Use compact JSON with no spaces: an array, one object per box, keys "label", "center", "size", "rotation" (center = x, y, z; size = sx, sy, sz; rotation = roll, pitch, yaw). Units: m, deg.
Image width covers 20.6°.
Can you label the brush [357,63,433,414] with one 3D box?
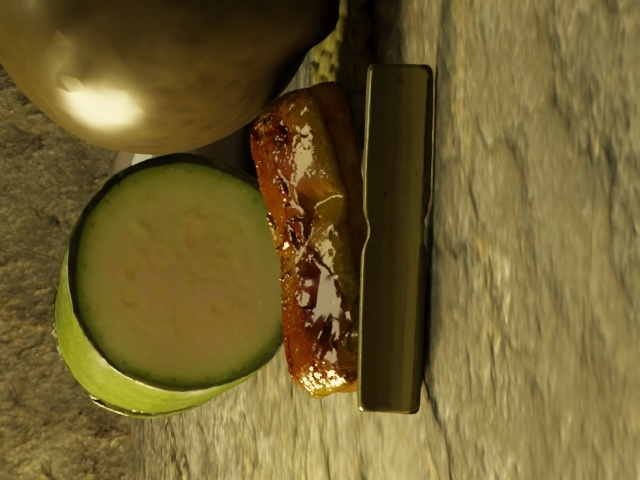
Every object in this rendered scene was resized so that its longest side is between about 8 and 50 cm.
[{"label":"brush","center":[0.060,-0.001,1.414],"size":[0.048,0.054,0.282],"rotation":[-85,-3,-81]}]

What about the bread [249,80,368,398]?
[{"label":"bread","center":[0.002,0.000,1.549],"size":[0.139,0.077,0.271],"rotation":[148,115,-64]}]

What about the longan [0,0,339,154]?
[{"label":"longan","center":[-0.140,-0.246,1.575],"size":[0.361,0.361,0.361],"rotation":[180,90,-78]}]

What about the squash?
[{"label":"squash","center":[-0.172,0.063,2.011],"size":[0.384,0.263,0.263],"rotation":[138,131,-75]}]

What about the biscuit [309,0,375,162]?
[{"label":"biscuit","center":[0.018,-0.172,1.641],"size":[0.187,0.036,0.274],"rotation":[153,117,-77]}]

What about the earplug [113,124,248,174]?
[{"label":"earplug","center":[-0.148,-0.206,2.157],"size":[0.172,0.172,0.301],"rotation":[-108,27,-56]}]
